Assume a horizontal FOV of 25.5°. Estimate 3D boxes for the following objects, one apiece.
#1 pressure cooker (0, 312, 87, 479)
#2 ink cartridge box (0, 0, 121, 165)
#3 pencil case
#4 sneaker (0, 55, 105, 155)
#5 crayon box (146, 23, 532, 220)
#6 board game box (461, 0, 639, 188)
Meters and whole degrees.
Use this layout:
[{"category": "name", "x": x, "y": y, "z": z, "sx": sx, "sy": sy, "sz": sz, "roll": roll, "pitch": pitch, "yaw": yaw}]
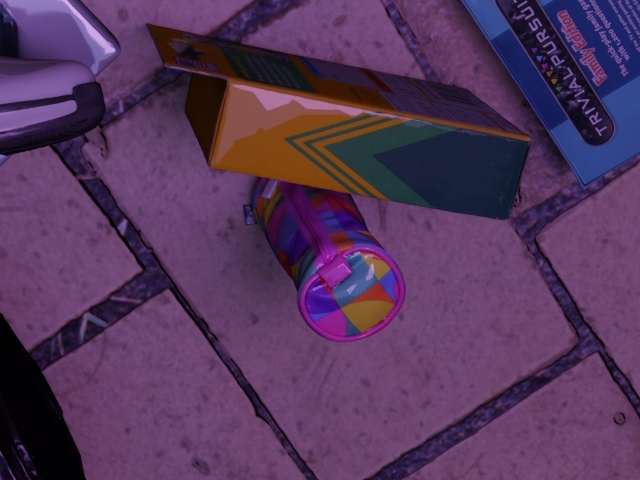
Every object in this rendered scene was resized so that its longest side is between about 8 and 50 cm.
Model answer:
[{"category": "pressure cooker", "x": -0.428, "y": 0.254, "z": 1.213, "sx": 0.420, "sy": 0.375, "sz": 0.369, "roll": -28, "pitch": 114, "yaw": -2}, {"category": "ink cartridge box", "x": -0.358, "y": -0.166, "z": 1.257, "sx": 0.275, "sy": 0.060, "sz": 0.239, "roll": -42, "pitch": 112, "yaw": 4}, {"category": "pencil case", "x": 0.000, "y": 0.000, "z": 1.298, "sx": 0.104, "sy": 0.236, "sz": 0.104, "roll": -7, "pitch": 117, "yaw": -14}, {"category": "sneaker", "x": -0.403, "y": -0.187, "z": 1.142, "sx": 0.448, "sy": 0.169, "sz": 0.257, "roll": -2, "pitch": 93, "yaw": -4}, {"category": "crayon box", "x": 0.001, "y": -0.108, "z": 1.272, "sx": 0.323, "sy": 0.203, "sz": 0.083, "roll": 10, "pitch": 106, "yaw": -14}, {"category": "board game box", "x": 0.323, "y": -0.244, "z": 1.324, "sx": 0.336, "sy": 0.079, "sz": 0.253, "roll": -31, "pitch": 112, "yaw": 14}]
